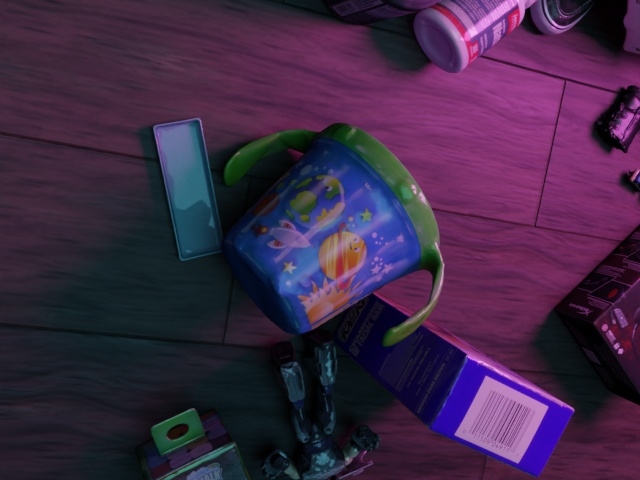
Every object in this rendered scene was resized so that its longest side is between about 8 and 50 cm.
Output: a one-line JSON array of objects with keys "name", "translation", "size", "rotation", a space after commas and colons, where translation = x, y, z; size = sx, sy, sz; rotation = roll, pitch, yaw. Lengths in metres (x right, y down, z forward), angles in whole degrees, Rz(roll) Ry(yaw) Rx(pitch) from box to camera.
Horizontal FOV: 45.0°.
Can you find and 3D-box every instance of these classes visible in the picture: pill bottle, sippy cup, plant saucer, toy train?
[{"name": "pill bottle", "translation": [0.237, -0.341, 1.143], "size": [0.180, 0.108, 0.108], "rotation": [-39, 110, -10]}, {"name": "sippy cup", "translation": [0.000, 0.000, 1.028], "size": [0.224, 0.305, 0.240], "rotation": [-39, 124, -17]}, {"name": "plant saucer", "translation": [-0.183, -0.071, 1.078], "size": [0.067, 0.018, 0.192], "rotation": [-13, 104, -18]}, {"name": "toy train", "translation": [0.594, -0.075, 1.360], "size": [0.158, 0.036, 0.027], "rotation": [35, 86, -22]}, {"name": "pill bottle", "translation": [0.097, -0.361, 1.013], "size": [0.130, 0.246, 0.130], "rotation": [-3, 100, -21]}]

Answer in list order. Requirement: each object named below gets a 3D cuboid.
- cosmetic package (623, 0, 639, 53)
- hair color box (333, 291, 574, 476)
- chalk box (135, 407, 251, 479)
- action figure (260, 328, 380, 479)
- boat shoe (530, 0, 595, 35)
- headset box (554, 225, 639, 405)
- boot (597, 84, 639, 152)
[{"name": "cosmetic package", "translation": [0.602, -0.483, 1.172], "size": [0.385, 0.156, 0.217], "rotation": [-68, 157, -3]}, {"name": "hair color box", "translation": [0.166, 0.181, 1.076], "size": [0.185, 0.339, 0.110], "rotation": [28, 89, -22]}, {"name": "chalk box", "translation": [-0.173, 0.335, 1.088], "size": [0.132, 0.132, 0.213], "rotation": [-23, 105, -15]}, {"name": "action figure", "translation": [-0.009, 0.283, 1.161], "size": [0.185, 0.099, 0.285], "rotation": [-17, 107, -23]}, {"name": "boat shoe", "translation": [0.446, -0.455, 1.205], "size": [0.113, 0.105, 0.306], "rotation": [42, 83, -21]}, {"name": "headset box", "translation": [0.589, 0.110, 1.348], "size": [0.293, 0.110, 0.218], "rotation": [-41, 110, -10]}, {"name": "boot", "translation": [0.537, -0.194, 1.315], "size": [0.121, 0.045, 0.099], "rotation": [36, 83, -15]}]
